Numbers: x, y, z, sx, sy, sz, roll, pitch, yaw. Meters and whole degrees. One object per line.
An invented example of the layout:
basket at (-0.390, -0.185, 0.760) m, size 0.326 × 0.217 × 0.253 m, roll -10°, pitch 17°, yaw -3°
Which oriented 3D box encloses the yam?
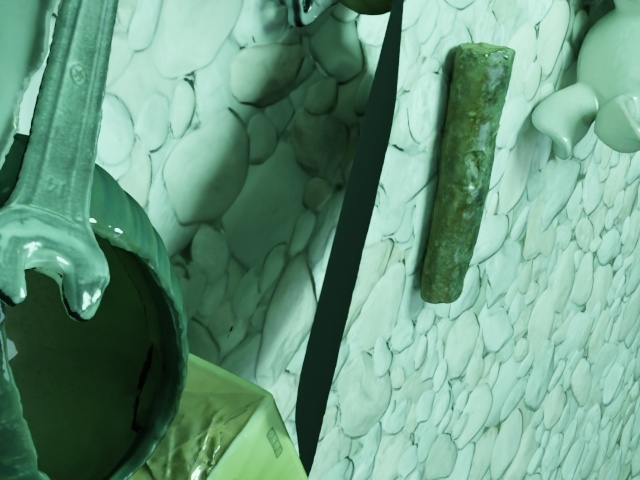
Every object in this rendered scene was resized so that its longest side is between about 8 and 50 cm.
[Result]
yam at (0.144, -0.064, 1.178) m, size 0.061 × 0.061 × 0.274 m, roll -22°, pitch 126°, yaw -51°

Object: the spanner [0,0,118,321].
spanner at (-0.130, -0.083, 0.616) m, size 0.071 × 0.017 × 0.301 m, roll 27°, pitch 43°, yaw -31°

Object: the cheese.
cheese at (0.032, -0.213, 0.927) m, size 0.171 × 0.048 × 0.092 m, roll -55°, pitch 145°, yaw -22°

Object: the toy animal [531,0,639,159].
toy animal at (0.368, -0.238, 1.320) m, size 0.247 × 0.183 × 0.309 m, roll -14°, pitch 124°, yaw -48°

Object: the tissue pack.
tissue pack at (-0.096, 0.185, 0.849) m, size 0.125 × 0.159 × 0.234 m, roll -50°, pitch 144°, yaw -28°

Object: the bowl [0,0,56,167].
bowl at (-0.263, -0.106, 0.437) m, size 0.313 × 0.146 × 0.313 m, roll -31°, pitch 131°, yaw -44°

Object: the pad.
pad at (0.001, 0.001, 0.943) m, size 0.315 × 0.063 × 0.375 m, roll 86°, pitch 17°, yaw -62°

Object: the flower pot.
flower pot at (-0.172, 0.052, 0.659) m, size 0.189 × 0.157 × 0.243 m, roll -43°, pitch 139°, yaw -38°
